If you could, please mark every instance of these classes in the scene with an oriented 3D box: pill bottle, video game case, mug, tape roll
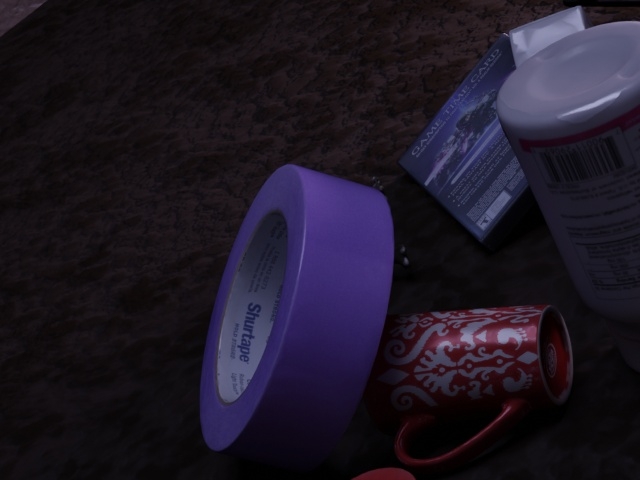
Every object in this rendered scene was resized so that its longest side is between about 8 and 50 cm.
[{"bbox_3d":[0.274,-0.031,1.665,0.160,0.283,0.160,-22,26,11],"label":"pill bottle"},{"bbox_3d":[0.194,-0.113,2.107,0.196,0.026,0.274,-51,25,5],"label":"video game case"},{"bbox_3d":[0.135,0.130,1.741,0.169,0.150,0.113,-9,-5,25],"label":"mug"},{"bbox_3d":[-0.026,0.072,1.794,0.090,0.275,0.275,15,21,-15],"label":"tape roll"}]

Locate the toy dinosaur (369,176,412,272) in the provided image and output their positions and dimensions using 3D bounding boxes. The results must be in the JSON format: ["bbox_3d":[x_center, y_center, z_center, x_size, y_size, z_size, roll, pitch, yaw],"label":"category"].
[{"bbox_3d":[0.000,0.000,2.060,0.160,0.121,0.313,-21,28,-2],"label":"toy dinosaur"}]

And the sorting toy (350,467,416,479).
[{"bbox_3d":[0.035,0.292,1.517,0.257,0.089,0.255,-38,27,-20],"label":"sorting toy"}]

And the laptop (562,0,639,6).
[{"bbox_3d":[0.390,-0.375,2.060,0.408,0.236,0.382,-41,29,-28],"label":"laptop"}]

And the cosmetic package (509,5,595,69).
[{"bbox_3d":[0.260,-0.101,1.891,0.085,0.117,0.231,-19,59,20],"label":"cosmetic package"}]
